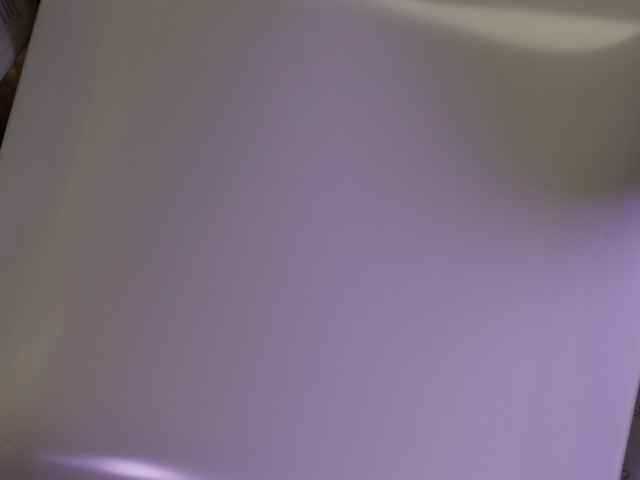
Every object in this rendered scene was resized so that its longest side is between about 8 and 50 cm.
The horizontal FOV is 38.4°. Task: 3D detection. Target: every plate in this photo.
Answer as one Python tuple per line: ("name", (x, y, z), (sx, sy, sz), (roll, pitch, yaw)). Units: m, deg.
("plate", (0.000, 0.000, 0.387), (0.277, 0.045, 0.278), (14, 85, 3))

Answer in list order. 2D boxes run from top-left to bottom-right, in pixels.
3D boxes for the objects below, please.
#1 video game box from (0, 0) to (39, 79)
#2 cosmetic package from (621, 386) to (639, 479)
("video game box", (-0.174, -0.120, 0.300), (0.048, 0.205, 0.187), (-17, 119, 7))
("cosmetic package", (0.170, 0.132, 0.443), (0.453, 0.230, 0.161), (-30, 132, 14))
